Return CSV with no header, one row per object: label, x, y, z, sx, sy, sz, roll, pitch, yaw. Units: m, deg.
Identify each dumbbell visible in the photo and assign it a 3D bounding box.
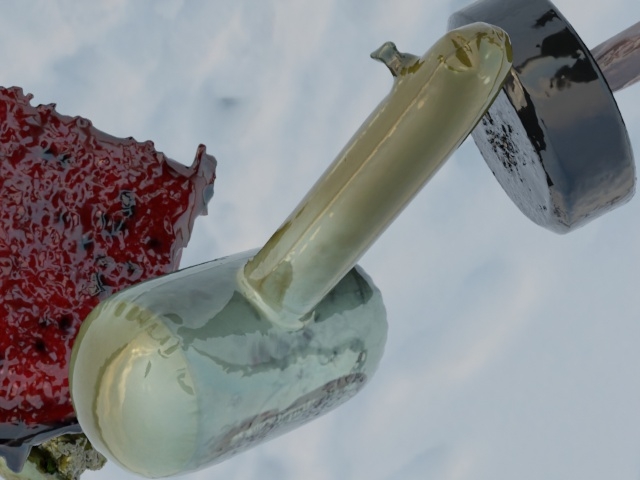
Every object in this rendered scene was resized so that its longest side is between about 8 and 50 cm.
dumbbell,0.200,-0.115,0.818,0.218,0.152,0.152,-28,138,-4

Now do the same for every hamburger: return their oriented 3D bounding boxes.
hamburger,-0.246,0.144,1.224,0.159,0.185,0.131,41,98,-11

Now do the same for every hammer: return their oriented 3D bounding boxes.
hammer,0.000,0.000,0.720,0.202,0.113,0.305,-20,154,-51

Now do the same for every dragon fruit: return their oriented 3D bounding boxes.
dragon fruit,-0.261,0.019,0.976,0.343,0.282,0.100,21,159,-27
